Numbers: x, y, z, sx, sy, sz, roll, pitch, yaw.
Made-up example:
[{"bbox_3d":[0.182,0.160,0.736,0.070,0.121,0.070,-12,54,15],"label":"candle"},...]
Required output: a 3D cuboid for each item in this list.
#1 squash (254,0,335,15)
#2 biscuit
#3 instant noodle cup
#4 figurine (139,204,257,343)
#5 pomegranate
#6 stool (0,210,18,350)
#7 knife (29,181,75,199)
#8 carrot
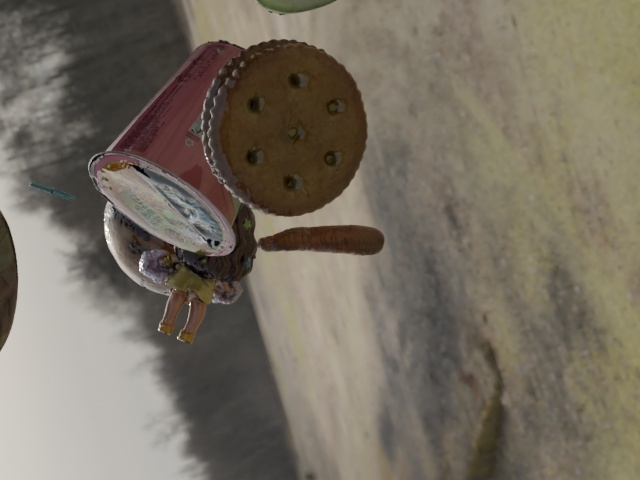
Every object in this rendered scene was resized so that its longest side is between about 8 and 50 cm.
[{"bbox_3d":[-0.011,-0.475,2.013,0.260,0.189,0.189,8,117,60],"label":"squash"},{"bbox_3d":[-0.043,-0.139,1.521,0.066,0.220,0.221,23,132,62],"label":"biscuit"},{"bbox_3d":[-0.170,-0.142,1.772,0.255,0.243,0.244,-60,-19,-26],"label":"instant noodle cup"},{"bbox_3d":[-0.184,0.040,1.931,0.240,0.174,0.116,-64,19,3],"label":"figurine"},{"bbox_3d":[-0.309,-0.031,2.657,0.322,0.322,0.322,163,90,-85],"label":"pomegranate"},{"bbox_3d":[-0.597,0.065,1.887,0.272,0.178,0.272,1,-90,-77],"label":"stool"},{"bbox_3d":[-0.510,-0.094,2.337,0.014,0.091,0.005,-60,25,20],"label":"knife"},{"bbox_3d":[0.000,0.000,2.224,0.059,0.247,0.059,180,90,-75],"label":"carrot"}]
